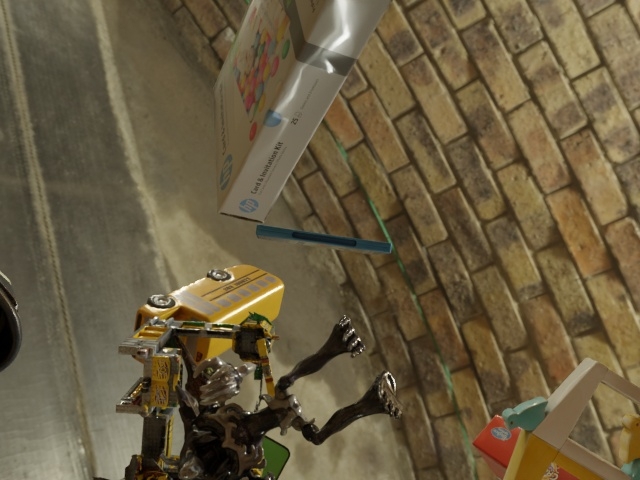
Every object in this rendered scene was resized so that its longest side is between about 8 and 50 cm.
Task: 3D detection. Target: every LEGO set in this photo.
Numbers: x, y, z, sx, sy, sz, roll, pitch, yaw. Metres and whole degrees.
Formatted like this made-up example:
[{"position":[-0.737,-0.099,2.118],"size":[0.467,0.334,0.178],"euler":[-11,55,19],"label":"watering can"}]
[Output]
[{"position":[-0.184,0.259,0.939],"size":[0.192,0.254,0.331],"euler":[-85,-172,-84],"label":"LEGO set"}]

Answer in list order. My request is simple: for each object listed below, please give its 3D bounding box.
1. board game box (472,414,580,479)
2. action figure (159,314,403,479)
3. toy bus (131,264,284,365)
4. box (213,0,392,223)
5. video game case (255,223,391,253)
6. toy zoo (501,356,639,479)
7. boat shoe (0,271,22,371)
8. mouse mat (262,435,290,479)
[{"position":[0.388,0.406,0.909],"size":[0.064,0.316,0.242],"euler":[-42,114,-13],"label":"board game box"},{"position":[-0.066,0.186,0.644],"size":[0.164,0.275,0.141],"euler":[59,11,13],"label":"action figure"},{"position":[-0.212,0.146,1.247],"size":[0.130,0.108,0.332],"euler":[23,22,20],"label":"toy bus"},{"position":[-0.024,-0.126,0.425],"size":[0.038,0.186,0.145],"euler":[12,46,-23],"label":"box"},{"position":[0.000,0.000,0.832],"size":[0.119,0.166,0.015],"euler":[152,-54,-85],"label":"video game case"},{"position":[0.311,0.253,0.649],"size":[0.293,0.192,0.030],"euler":[31,0,1],"label":"toy zoo"},{"position":[-0.490,0.002,0.597],"size":[0.187,0.156,0.500],"euler":[-56,137,-12],"label":"boat shoe"},{"position":[-0.161,0.439,1.197],"size":[0.152,0.190,0.007],"euler":[28,-1,4],"label":"mouse mat"}]
